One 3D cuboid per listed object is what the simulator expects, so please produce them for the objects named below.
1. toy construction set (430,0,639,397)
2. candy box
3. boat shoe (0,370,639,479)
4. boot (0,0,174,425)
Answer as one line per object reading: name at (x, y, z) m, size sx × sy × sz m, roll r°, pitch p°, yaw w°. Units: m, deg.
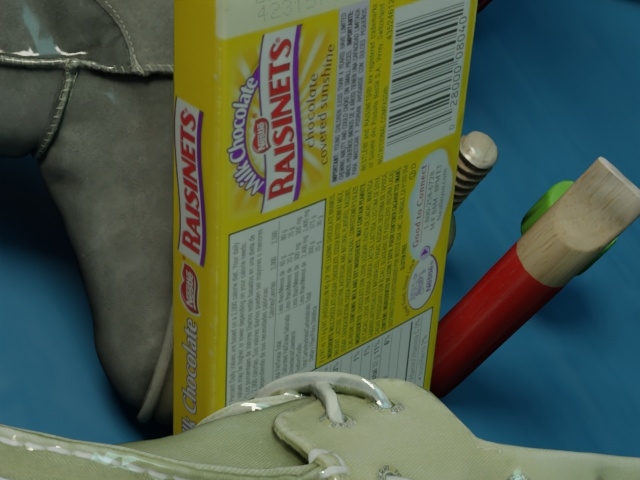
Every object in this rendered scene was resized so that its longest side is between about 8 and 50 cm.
toy construction set at (0.043, -0.128, 0.508) m, size 0.257 × 0.237 × 0.309 m, roll -12°, pitch 65°, yaw -36°
candy box at (0.000, 0.000, 0.424) m, size 0.105 × 0.206 × 0.027 m, roll -21°, pitch 39°, yaw -35°
boat shoe at (0.008, 0.088, 0.400) m, size 0.302 × 0.109 × 0.094 m, roll 19°, pitch 73°, yaw -35°
boot at (-0.134, -0.038, 0.442) m, size 0.208 × 0.076 × 0.190 m, roll 5°, pitch 94°, yaw -9°
